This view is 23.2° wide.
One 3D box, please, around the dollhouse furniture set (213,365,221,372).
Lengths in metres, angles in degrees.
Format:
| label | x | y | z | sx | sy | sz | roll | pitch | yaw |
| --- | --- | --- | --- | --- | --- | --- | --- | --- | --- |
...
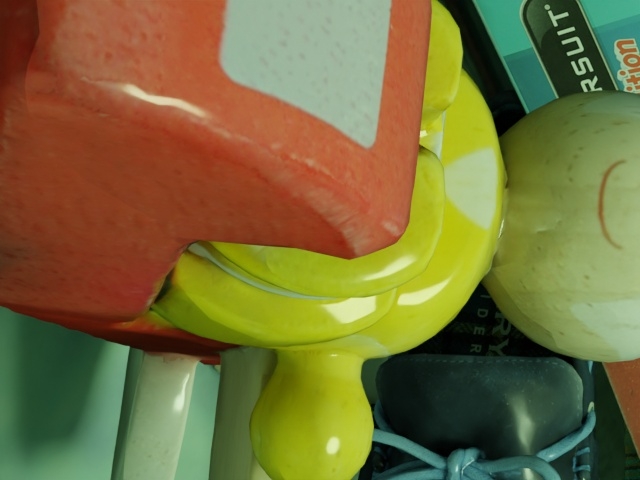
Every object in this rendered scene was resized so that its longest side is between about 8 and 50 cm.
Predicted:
| label | x | y | z | sx | sy | sz | roll | pitch | yaw |
| --- | --- | --- | --- | --- | --- | --- | --- | --- | --- |
| dollhouse furniture set | -0.015 | 0.005 | 0.795 | 0.081 | 0.091 | 0.114 | 49 | 28 | 3 |

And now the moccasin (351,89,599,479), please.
| label | x | y | z | sx | sy | sz | roll | pitch | yaw |
| --- | --- | --- | --- | --- | --- | --- | --- | --- | --- |
| moccasin | 0.064 | 0.081 | 0.732 | 0.117 | 0.137 | 0.342 | 71 | 19 | -56 |

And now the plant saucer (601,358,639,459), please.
| label | x | y | z | sx | sy | sz | roll | pitch | yaw |
| --- | --- | --- | --- | --- | --- | --- | --- | --- | --- |
| plant saucer | 0.274 | 0.082 | 0.985 | 0.258 | 0.047 | 0.259 | -39 | 111 | -47 |

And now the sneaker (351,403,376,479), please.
| label | x | y | z | sx | sy | sz | roll | pitch | yaw |
| --- | --- | --- | --- | --- | --- | --- | --- | --- | --- |
| sneaker | 0.109 | 0.263 | 0.890 | 0.145 | 0.147 | 0.385 | -49 | 132 | -29 |

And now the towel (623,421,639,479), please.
| label | x | y | z | sx | sy | sz | roll | pitch | yaw |
| --- | --- | --- | --- | --- | --- | --- | --- | --- | --- |
| towel | 0.279 | 0.139 | 1.040 | 0.271 | 0.040 | 0.370 | 16 | 71 | -48 |

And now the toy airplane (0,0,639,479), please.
| label | x | y | z | sx | sy | sz | roll | pitch | yaw |
| --- | --- | --- | --- | --- | --- | --- | --- | --- | --- |
| toy airplane | 0.000 | 0.000 | 0.530 | 0.384 | 0.272 | 0.386 | -73 | 164 | -58 |

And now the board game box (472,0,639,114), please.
| label | x | y | z | sx | sy | sz | roll | pitch | yaw |
| --- | --- | --- | --- | --- | --- | --- | --- | --- | --- |
| board game box | 0.166 | -0.121 | 0.795 | 0.336 | 0.079 | 0.254 | 61 | 32 | -26 |
